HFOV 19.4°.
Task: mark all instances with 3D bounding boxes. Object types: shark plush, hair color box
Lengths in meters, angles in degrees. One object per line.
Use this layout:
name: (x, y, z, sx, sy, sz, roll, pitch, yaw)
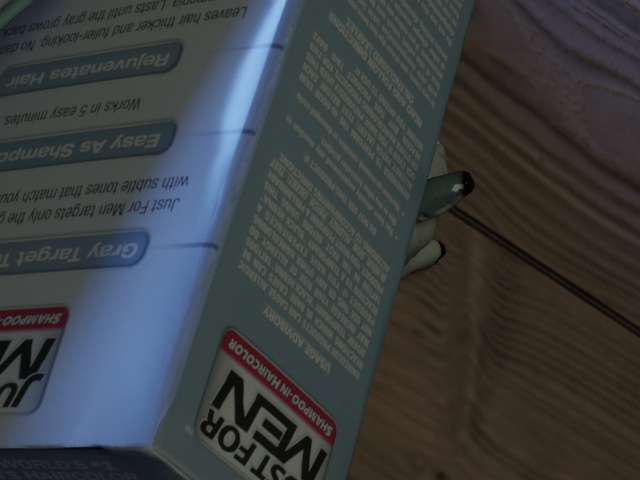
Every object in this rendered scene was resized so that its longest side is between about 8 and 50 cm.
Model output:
shark plush: (0.000, 0.000, 0.891, 0.161, 0.073, 0.067, -36, 71, -14)
hair color box: (-0.055, -0.057, 0.766, 0.113, 0.185, 0.374, 47, 50, -43)

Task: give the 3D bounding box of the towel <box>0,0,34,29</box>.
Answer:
towel: (-0.245, -0.176, 0.694, 0.320, 0.090, 0.374, 37, 63, 11)
